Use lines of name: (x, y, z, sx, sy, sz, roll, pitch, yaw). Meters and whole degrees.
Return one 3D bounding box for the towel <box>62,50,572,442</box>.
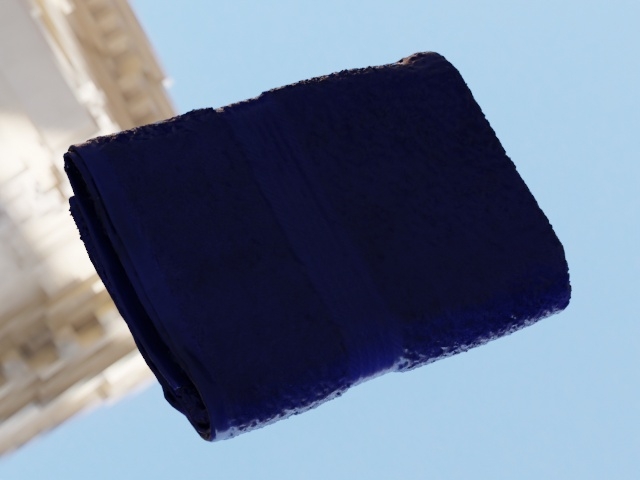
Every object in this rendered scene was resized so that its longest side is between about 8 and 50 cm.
towel: (0.000, 0.000, 1.318, 0.308, 0.076, 0.227, -18, -110, -28)
